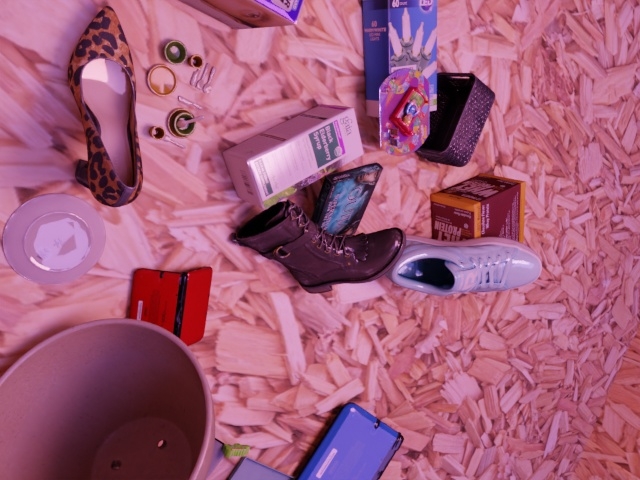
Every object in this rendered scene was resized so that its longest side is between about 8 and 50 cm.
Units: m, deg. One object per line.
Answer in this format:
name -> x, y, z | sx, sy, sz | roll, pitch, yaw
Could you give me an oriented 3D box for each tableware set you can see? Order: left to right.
tableware set -> -0.224, -0.226, 0.860 | 0.104, 0.024, 0.154 | 22, 91, -41

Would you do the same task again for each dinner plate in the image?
dinner plate -> -0.388, 0.000, 0.811 | 0.141, 0.017, 0.141 | -13, 113, -33

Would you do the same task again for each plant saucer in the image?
plant saucer -> -0.122, 0.523, 1.197 | 0.192, 0.018, 0.067 | 43, 77, -38

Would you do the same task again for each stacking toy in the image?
stacking toy -> -0.241, 0.477, 1.033 | 0.221, 0.052, 0.166 | 12, 98, -41

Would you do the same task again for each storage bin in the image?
storage bin -> 0.280, -0.261, 1.186 | 0.084, 0.122, 0.180 | 22, 90, -41

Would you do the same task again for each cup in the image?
cup -> -0.302, 0.316, 0.824 | 0.331, 0.331, 0.236 | -40, 152, -21

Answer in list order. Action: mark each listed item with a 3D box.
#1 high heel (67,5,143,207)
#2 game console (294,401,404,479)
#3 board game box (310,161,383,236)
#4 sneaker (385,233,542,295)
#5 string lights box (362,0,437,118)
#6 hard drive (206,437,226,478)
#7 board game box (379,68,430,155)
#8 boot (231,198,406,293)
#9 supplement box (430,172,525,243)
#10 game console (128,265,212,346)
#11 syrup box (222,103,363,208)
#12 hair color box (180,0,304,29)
high heel -> -0.269, -0.179, 0.731 | 0.093, 0.186, 0.261 | 1, 104, -39
game console -> 0.061, 0.558, 1.338 | 0.250, 0.173, 0.293 | 37, 79, -12
board game box -> 0.042, -0.065, 1.065 | 0.126, 0.026, 0.186 | -20, 148, -32
sneaker -> 0.310, 0.074, 1.190 | 0.367, 0.150, 0.135 | 1, 115, 0
string lights box -> 0.157, -0.380, 1.077 | 0.134, 0.077, 0.259 | -18, 116, -31
hard drive -> -0.251, 0.437, 1.062 | 0.135, 0.022, 0.094 | -51, 129, -14
board game box -> 0.175, -0.245, 1.065 | 0.133, 0.033, 0.168 | -17, 116, -31
boot -> 0.000, 0.000, 1.001 | 0.263, 0.091, 0.229 | -25, 137, 21
supplement box -> 0.385, -0.041, 1.339 | 0.194, 0.129, 0.191 | -23, 118, -32
game console -> -0.260, 0.114, 0.953 | 0.124, 0.085, 0.143 | 8, 101, -9
syrup box -> -0.043, -0.157, 0.981 | 0.237, 0.096, 0.093 | -31, 123, -26
hair color box -> -0.195, -0.398, 0.719 | 0.339, 0.185, 0.110 | 12, 97, -40
